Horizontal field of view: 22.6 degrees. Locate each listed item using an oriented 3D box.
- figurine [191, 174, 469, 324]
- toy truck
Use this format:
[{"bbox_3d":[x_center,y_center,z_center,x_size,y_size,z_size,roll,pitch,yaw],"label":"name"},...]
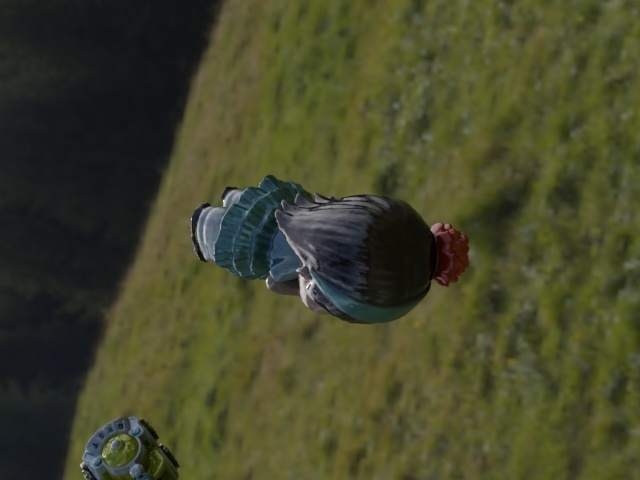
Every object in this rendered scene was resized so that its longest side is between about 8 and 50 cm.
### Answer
[{"bbox_3d":[0.000,0.000,1.392,0.246,0.138,0.110,16,129,41],"label":"figurine"},{"bbox_3d":[-0.164,0.214,1.444,0.077,0.076,0.111,41,165,44],"label":"toy truck"}]
